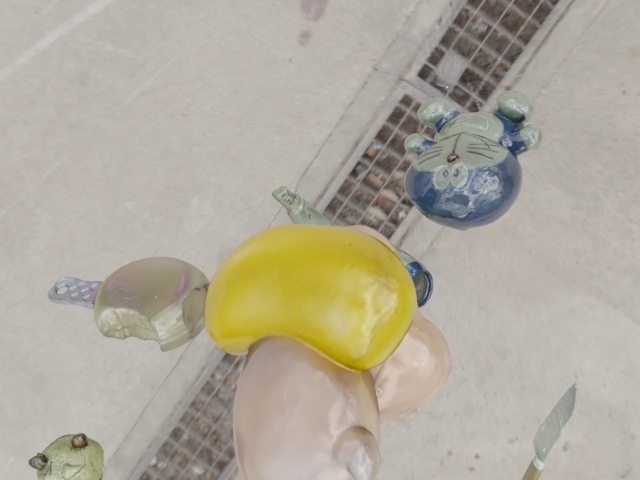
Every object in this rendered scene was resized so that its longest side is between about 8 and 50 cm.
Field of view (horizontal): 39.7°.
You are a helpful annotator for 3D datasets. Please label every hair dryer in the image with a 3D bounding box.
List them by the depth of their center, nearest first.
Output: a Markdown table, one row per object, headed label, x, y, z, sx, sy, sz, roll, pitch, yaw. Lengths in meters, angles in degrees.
| label | x | y | z | sx | sy | sz | roll | pitch | yaw |
| --- | --- | --- | --- | --- | --- | --- | --- | --- | --- |
| hair dryer | -0.002 | 0.013 | 1.394 | 0.298 | 0.296 | 0.119 | 36 | 72 | -20 |

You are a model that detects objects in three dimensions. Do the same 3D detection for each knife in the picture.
| label | x | y | z | sx | sy | sz | roll | pitch | yaw |
| --- | --- | --- | --- | --- | --- | --- | --- | --- | --- |
| knife | 0.344 | 0.327 | 1.383 | 0.017 | 0.047 | 0.298 | 0 | 130 | -15 |

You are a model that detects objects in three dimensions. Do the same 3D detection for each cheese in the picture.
| label | x | y | z | sx | sy | sz | roll | pitch | yaw |
| --- | --- | --- | --- | --- | --- | --- | --- | --- | --- |
| cheese | -0.312 | 0.095 | 1.412 | 0.286 | 0.163 | 0.082 | 2 | 135 | 21 |

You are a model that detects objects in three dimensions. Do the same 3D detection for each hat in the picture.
| label | x | y | z | sx | sy | sz | roll | pitch | yaw |
| --- | --- | --- | --- | --- | --- | --- | --- | --- | --- |
| hat | -0.304 | 0.265 | 1.064 | 0.077 | 0.076 | 0.059 | -13 | 133 | 4 |

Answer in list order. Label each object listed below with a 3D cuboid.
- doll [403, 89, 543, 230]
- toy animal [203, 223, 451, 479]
| label | x | y | z | sx | sy | sz | roll | pitch | yaw |
| --- | --- | --- | --- | --- | --- | --- | --- | --- | --- |
| doll | 0.233 | -0.125 | 1.410 | 0.228 | 0.258 | 0.154 | 1 | 121 | 24 |
| toy animal | 0.044 | 0.130 | 0.982 | 0.277 | 0.247 | 0.345 | -36 | 56 | 34 |
